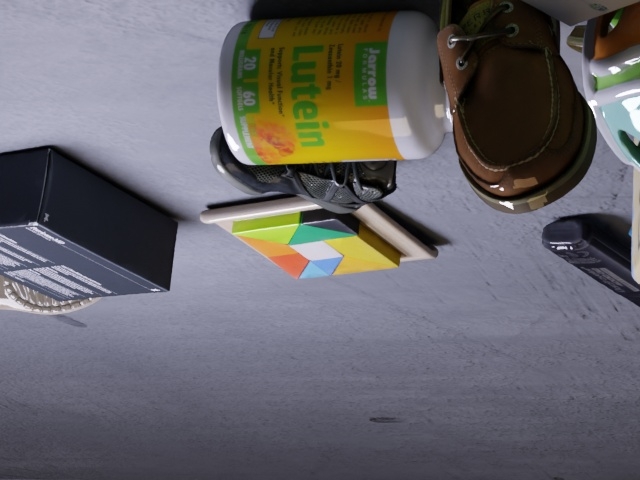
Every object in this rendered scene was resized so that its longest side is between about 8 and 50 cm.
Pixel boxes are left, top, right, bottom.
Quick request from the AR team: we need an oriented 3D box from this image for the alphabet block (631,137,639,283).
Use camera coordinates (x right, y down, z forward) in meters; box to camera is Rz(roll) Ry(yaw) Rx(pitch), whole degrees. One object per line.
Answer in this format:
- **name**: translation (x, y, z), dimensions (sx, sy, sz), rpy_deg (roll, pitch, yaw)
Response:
- **alphabet block**: translation (0.403, -0.066, 1.585), dimensions (0.193, 0.192, 0.197), rpy_deg (2, 162, 3)

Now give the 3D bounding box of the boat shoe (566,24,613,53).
- **boat shoe**: translation (0.297, -0.187, 1.495), dimensions (0.153, 0.048, 0.056), rpy_deg (3, 174, 26)

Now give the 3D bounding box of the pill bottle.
- **pill bottle**: translation (0.041, -0.141, 1.537), dimensions (0.245, 0.136, 0.136), rpy_deg (-1, 160, 18)

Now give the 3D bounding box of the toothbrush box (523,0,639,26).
- **toothbrush box**: translation (0.161, -0.272, 1.146), dimensions (0.283, 0.122, 0.206), rpy_deg (21, 155, -37)

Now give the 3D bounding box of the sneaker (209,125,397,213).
- **sneaker**: translation (-0.004, -0.089, 1.786), dimensions (0.227, 0.087, 0.130), rpy_deg (17, 156, -39)

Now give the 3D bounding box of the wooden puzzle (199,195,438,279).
- **wooden puzzle**: translation (0.000, 0.000, 2.101), dimensions (0.221, 0.044, 0.238), rpy_deg (-8, 157, 32)

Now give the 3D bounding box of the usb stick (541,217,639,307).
- **usb stick**: translation (0.370, 0.032, 2.100), dimensions (0.077, 0.045, 0.278), rpy_deg (-1, 162, 38)

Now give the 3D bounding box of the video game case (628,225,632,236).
- **video game case**: translation (0.465, 0.028, 2.007), dimensions (0.166, 0.015, 0.119), rpy_deg (17, -165, -29)

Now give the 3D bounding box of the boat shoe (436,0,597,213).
- **boat shoe**: translation (0.134, -0.137, 1.296), dimensions (0.110, 0.307, 0.104), rpy_deg (-26, 121, 13)

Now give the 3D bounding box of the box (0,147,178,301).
- **box**: translation (-0.326, -0.013, 2.059), dimensions (0.184, 0.103, 0.261), rpy_deg (-3, 159, 31)

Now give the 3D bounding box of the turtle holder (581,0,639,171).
- **turtle holder**: translation (0.352, -0.131, 1.335), dimensions (0.227, 0.243, 0.320), rpy_deg (-9, 165, 32)

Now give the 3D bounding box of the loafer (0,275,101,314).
- **loafer**: translation (-0.415, 0.047, 2.278), dimensions (0.268, 0.102, 0.092), rpy_deg (-3, -166, 3)
